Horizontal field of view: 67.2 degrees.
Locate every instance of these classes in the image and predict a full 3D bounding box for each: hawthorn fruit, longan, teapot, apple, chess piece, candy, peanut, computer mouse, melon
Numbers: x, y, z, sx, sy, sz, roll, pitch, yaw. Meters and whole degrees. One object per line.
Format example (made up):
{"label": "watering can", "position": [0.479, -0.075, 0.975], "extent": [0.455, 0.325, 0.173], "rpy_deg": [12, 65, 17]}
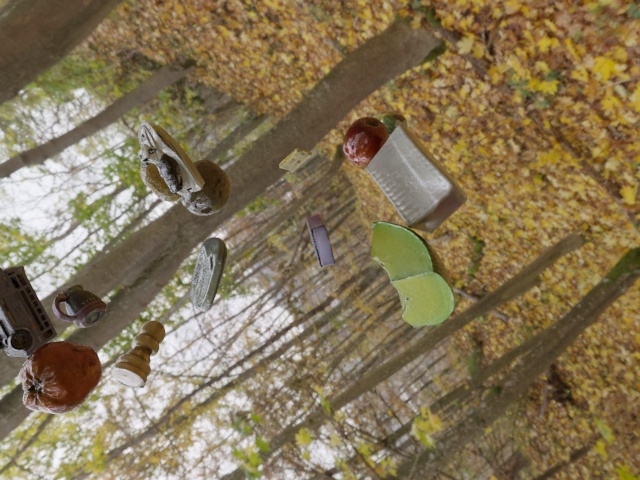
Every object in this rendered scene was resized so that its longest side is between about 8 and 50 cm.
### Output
{"label": "hawthorn fruit", "position": [-0.628, 0.331, 1.172], "extent": [0.189, 0.189, 0.189], "rpy_deg": [56, 173, 10]}
{"label": "longan", "position": [-0.487, -0.222, 2.045], "extent": [0.215, 0.246, 0.246], "rpy_deg": [29, 180, -14]}
{"label": "teapot", "position": [-0.839, 0.229, 1.663], "extent": [0.146, 0.148, 0.116], "rpy_deg": [40, 142, 18]}
{"label": "apple", "position": [0.176, -0.383, 1.877], "extent": [0.181, 0.180, 0.169], "rpy_deg": [52, 139, 35]}
{"label": "chess piece", "position": [-0.701, 0.436, 1.900], "extent": [0.261, 0.142, 0.143], "rpy_deg": [-74, -35, -46]}
{"label": "candy", "position": [0.326, -0.212, 1.668], "extent": [0.145, 0.208, 0.359], "rpy_deg": [16, -146, -43]}
{"label": "peanut", "position": [-0.702, -0.266, 2.123], "extent": [0.224, 0.129, 0.129], "rpy_deg": [45, 178, -24]}
{"label": "computer mouse", "position": [-0.479, 0.147, 2.100], "extent": [0.094, 0.331, 0.197], "rpy_deg": [8, -163, -38]}
{"label": "melon", "position": [0.303, 0.133, 1.578], "extent": [0.331, 0.226, 0.343], "rpy_deg": [32, 170, 45]}

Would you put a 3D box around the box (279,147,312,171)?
{"label": "box", "position": [-0.102, -0.328, 1.955], "extent": [0.149, 0.073, 0.020], "rpy_deg": [-31, 58, 48]}

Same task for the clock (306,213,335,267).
{"label": "clock", "position": [0.000, -0.001, 2.062], "extent": [0.145, 0.073, 0.194], "rpy_deg": [-112, 7, -64]}

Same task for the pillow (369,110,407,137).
{"label": "pillow", "position": [0.267, -0.447, 2.043], "extent": [0.214, 0.234, 0.086], "rpy_deg": [-1, 155, 31]}

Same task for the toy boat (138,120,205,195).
{"label": "toy boat", "position": [-0.509, -0.257, 1.584], "extent": [0.269, 0.141, 0.141], "rpy_deg": [47, 179, -31]}

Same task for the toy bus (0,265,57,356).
{"label": "toy bus", "position": [-0.838, 0.163, 1.289], "extent": [0.125, 0.133, 0.292], "rpy_deg": [-8, 110, 34]}
